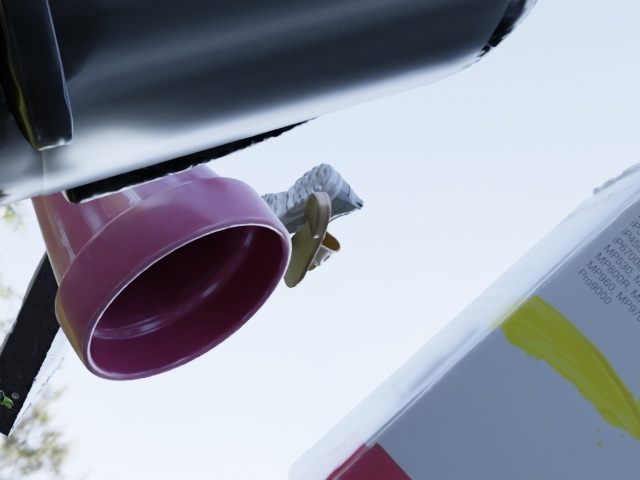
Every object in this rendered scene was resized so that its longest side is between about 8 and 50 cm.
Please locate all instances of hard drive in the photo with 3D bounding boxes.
[{"bbox_3d":[-0.352,0.073,1.349,0.064,0.237,0.339,27,-71,-4],"label":"hard drive"}]

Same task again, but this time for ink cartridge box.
[{"bbox_3d":[0.162,0.127,0.777,0.160,0.385,0.279,47,-2,4],"label":"ink cartridge box"}]

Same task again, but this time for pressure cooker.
[{"bbox_3d":[-0.132,-0.215,0.497,0.370,0.421,0.375,-13,-84,70],"label":"pressure cooker"}]

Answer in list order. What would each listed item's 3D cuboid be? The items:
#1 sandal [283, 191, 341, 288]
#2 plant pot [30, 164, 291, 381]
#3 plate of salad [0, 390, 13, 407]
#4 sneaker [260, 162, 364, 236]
[{"bbox_3d":[0.001,0.005,1.678,0.240,0.079,0.088,113,-31,-50],"label":"sandal"},{"bbox_3d":[-0.157,-0.008,0.855,0.180,0.201,0.201,50,-36,26],"label":"plant pot"},{"bbox_3d":[-0.281,0.064,0.728,0.200,0.048,0.199,22,-59,43],"label":"plate of salad"},{"bbox_3d":[-0.043,-0.032,1.770,0.115,0.105,0.281,35,-39,-28],"label":"sneaker"}]
